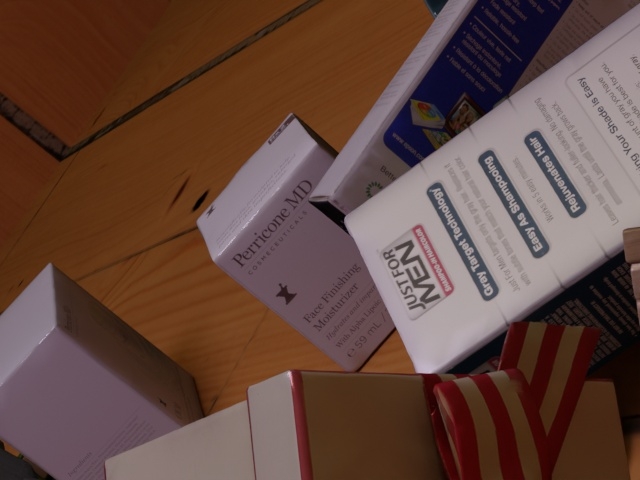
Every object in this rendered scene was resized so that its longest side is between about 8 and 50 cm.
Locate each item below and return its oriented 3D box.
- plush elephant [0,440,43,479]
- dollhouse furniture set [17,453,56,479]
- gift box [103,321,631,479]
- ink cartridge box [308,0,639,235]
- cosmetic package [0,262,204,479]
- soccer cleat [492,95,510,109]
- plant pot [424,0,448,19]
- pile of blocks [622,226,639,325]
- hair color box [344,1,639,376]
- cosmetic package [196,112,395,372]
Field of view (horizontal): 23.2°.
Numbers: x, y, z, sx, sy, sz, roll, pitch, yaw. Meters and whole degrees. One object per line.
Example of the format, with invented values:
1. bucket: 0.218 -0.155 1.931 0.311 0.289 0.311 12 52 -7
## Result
1. plush elephant: -0.412 0.351 1.721 0.272 0.330 0.255 -76 6 -77
2. dollhouse furniture set: -0.317 0.265 1.928 0.151 0.058 0.076 -23 33 53
3. gift box: 0.053 0.193 0.876 0.258 0.276 0.255 -29 67 53
4. ink cartridge box: 0.162 -0.128 1.403 0.371 0.176 0.069 -54 18 -12
5. cosmetic package: -0.252 0.168 1.707 0.138 0.224 0.224 -48 19 5
6. soccer cleat: 0.224 -0.083 1.275 0.289 0.093 0.121 -36 55 17
7. plant pot: 0.209 -0.386 1.715 0.252 0.248 0.247 -32 19 -2
8. pile of blocks: 0.348 -0.023 0.927 0.362 0.149 0.112 -35 -10 20
9. hair color box: 0.203 -0.035 1.086 0.347 0.105 0.174 -36 46 12
10. cosmetic package: 0.000 0.000 1.517 0.151 0.183 0.151 -49 19 5
